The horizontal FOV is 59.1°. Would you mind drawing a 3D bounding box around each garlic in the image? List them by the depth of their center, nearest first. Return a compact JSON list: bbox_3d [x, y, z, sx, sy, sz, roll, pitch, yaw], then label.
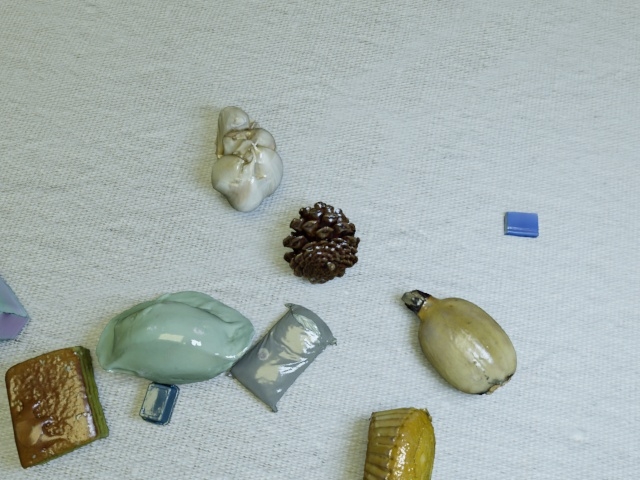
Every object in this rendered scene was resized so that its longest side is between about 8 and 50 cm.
[{"bbox_3d":[-0.185,-0.214,1.473,0.184,0.203,0.281,9,67,-16],"label":"garlic"}]

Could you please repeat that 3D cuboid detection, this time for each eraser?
[{"bbox_3d":[0.532,-0.042,1.494,0.084,0.027,0.063,5,72,1],"label":"eraser"}]

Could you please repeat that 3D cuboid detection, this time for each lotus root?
[{"bbox_3d":[0.321,0.226,1.339,0.182,0.183,0.310,-38,69,-12],"label":"lotus root"}]

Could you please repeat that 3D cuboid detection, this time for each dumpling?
[{"bbox_3d":[-0.346,0.240,1.329,0.320,0.270,0.212,19,94,-18],"label":"dumpling"}]

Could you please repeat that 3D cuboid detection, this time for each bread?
[{"bbox_3d":[0.169,0.480,1.222,0.139,0.240,0.240,3,70,21],"label":"bread"},{"bbox_3d":[-0.619,0.382,1.317,0.184,0.110,0.234,-20,72,-7],"label":"bread"}]

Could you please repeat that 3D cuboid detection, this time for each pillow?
[{"bbox_3d":[-0.088,0.278,1.376,0.169,0.059,0.255,40,75,10],"label":"pillow"}]

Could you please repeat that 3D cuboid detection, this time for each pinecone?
[{"bbox_3d":[0.000,0.000,1.409,0.207,0.208,0.208,0,71,0],"label":"pinecone"}]

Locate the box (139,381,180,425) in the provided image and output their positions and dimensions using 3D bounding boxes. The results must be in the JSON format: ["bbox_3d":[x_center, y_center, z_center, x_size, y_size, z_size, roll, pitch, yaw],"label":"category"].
[{"bbox_3d":[-0.387,0.385,1.343,0.074,0.054,0.099,13,72,7],"label":"box"}]

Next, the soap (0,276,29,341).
[{"bbox_3d":[-0.963,0.133,1.381,0.446,0.156,0.261,29,73,10],"label":"soap"}]
